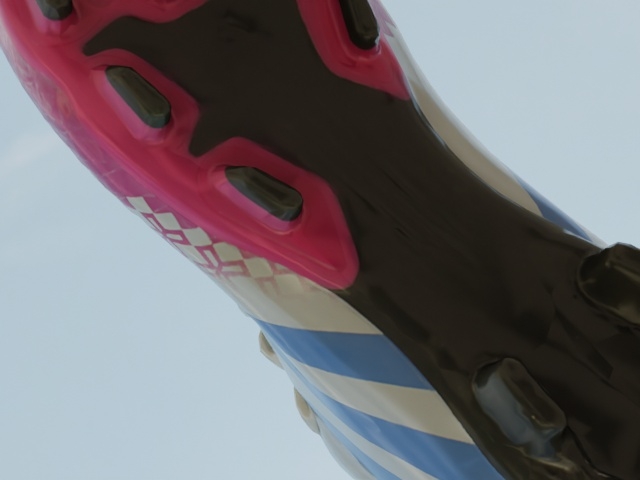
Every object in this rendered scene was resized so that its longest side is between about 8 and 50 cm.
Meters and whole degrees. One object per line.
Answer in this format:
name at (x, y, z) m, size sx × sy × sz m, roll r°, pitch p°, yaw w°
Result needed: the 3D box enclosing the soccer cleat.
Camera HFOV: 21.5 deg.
soccer cleat at (0.000, 0.000, 0.525) m, size 0.116 × 0.143 × 0.331 m, roll -37°, pitch -104°, yaw -26°
